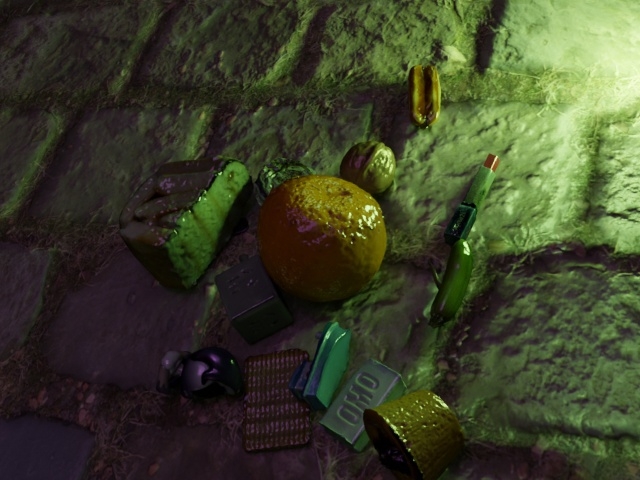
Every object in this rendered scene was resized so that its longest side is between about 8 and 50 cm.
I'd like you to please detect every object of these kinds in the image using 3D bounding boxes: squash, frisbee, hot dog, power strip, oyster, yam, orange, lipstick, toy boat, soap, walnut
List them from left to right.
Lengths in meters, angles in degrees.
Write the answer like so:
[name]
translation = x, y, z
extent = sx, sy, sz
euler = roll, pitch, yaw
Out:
[frisbee]
translation = -0.329, 0.005, 2.117
extent = 0.211, 0.012, 0.187
euler = 5, 58, 22
[power strip]
translation = -0.186, 0.134, 1.891
extent = 0.140, 0.139, 0.224
euler = -29, 51, 0
[oyster]
translation = -0.099, -0.132, 2.090
extent = 0.199, 0.112, 0.267
euler = 9, 48, 0
[orange]
translation = 0.000, 0.000, 1.824
extent = 0.341, 0.293, 0.340
euler = 9, 34, -6
[toy boat]
translation = 0.001, 0.295, 1.730
extent = 0.098, 0.109, 0.237
euler = 0, 47, 32
[soap]
translation = 0.099, 0.380, 1.659
extent = 0.115, 0.063, 0.198
euler = 23, 65, 39
[walnut]
translation = 0.138, -0.208, 2.032
extent = 0.167, 0.149, 0.166
euler = 6, 59, -10
[hot dog]
translation = 0.317, -0.440, 2.184
extent = 0.100, 0.068, 0.249
euler = 2, 57, 5
[yam]
translation = 0.295, 0.090, 1.840
extent = 0.014, 0.014, 0.107
euler = -19, 52, 5
[squash]
translation = 0.331, 0.110, 1.780
extent = 0.069, 0.069, 0.258
euler = 11, 62, 25
[lipstick]
translation = 0.418, -0.120, 1.927
extent = 0.051, 0.051, 0.312
euler = 16, 61, 29

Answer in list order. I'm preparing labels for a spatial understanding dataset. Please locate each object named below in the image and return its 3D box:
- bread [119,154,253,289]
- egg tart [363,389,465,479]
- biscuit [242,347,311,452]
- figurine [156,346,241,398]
[bread]
translation = -0.402, -0.086, 2.048
extent = 0.264, 0.239, 0.395
euler = 16, 61, 29
[egg tart]
translation = 0.197, 0.420, 1.522
extent = 0.171, 0.215, 0.215
euler = -31, 51, -19
[biscuit]
translation = -0.107, 0.389, 1.751
extent = 0.172, 0.029, 0.254
euler = -10, 53, 12
[figurine]
translation = -0.299, 0.324, 1.799
extent = 0.223, 0.145, 0.145
euler = 3, 57, 23
